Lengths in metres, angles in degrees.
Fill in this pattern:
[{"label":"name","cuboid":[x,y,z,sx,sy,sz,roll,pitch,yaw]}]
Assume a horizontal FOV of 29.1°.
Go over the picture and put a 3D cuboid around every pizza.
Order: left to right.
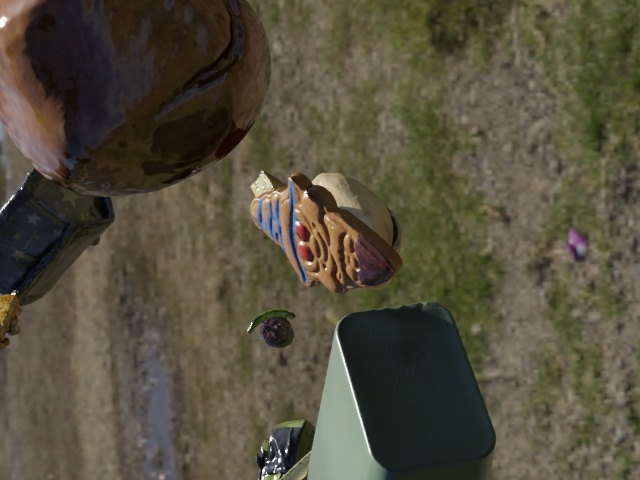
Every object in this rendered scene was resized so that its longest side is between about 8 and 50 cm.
[{"label":"pizza","cuboid":[-0.474,0.124,1.688,0.134,0.175,0.046,18,120,51]},{"label":"pizza","cuboid":[-0.030,-0.016,1.981,0.081,0.204,0.188,-55,27,11]}]

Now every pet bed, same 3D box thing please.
[{"label":"pet bed","cuboid":[-0.443,-0.008,1.973,0.211,0.159,0.183,-47,15,24]}]

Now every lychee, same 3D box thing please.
[{"label":"lychee","cuboid":[-0.088,0.181,2.470,0.068,0.083,0.067,15,74,44]}]

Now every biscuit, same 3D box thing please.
[{"label":"biscuit","cuboid":[0.000,0.000,1.617,0.280,0.043,0.183,26,141,45]}]

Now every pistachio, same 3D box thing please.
[{"label":"pistachio","cuboid":[0.053,-0.016,2.103,0.230,0.157,0.157,63,145,37]}]

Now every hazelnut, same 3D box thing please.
[{"label":"hazelnut","cuboid":[-0.239,-0.225,1.500,0.315,0.372,0.372,-41,49,25]}]

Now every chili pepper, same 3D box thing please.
[{"label":"chili pepper","cuboid":[-0.082,0.129,2.017,0.017,0.083,0.030,133,124,-84]}]

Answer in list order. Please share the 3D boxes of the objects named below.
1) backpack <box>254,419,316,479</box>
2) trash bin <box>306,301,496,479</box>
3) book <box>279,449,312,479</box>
[{"label":"backpack","cuboid":[-0.037,0.474,2.311,0.140,0.207,0.253,-10,53,36]},{"label":"trash bin","cuboid":[0.091,0.251,1.391,0.344,0.158,0.223,97,162,-49]},{"label":"book","cuboid":[-0.043,0.397,1.750,0.025,0.215,0.283,40,156,23]}]
